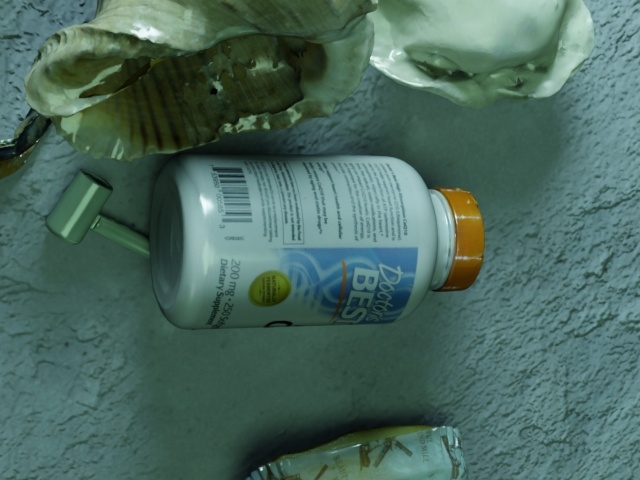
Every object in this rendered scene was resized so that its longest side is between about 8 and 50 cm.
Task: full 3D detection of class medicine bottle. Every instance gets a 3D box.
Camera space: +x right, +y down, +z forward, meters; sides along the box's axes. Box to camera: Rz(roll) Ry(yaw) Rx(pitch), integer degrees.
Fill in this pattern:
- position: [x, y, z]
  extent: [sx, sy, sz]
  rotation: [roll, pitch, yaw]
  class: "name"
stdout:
- position: [0.000, 0.000, 1.286]
  extent: [0.288, 0.157, 0.157]
  rotation: [0, 112, -20]
  class: "medicine bottle"

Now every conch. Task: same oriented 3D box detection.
- position: [-0.085, -0.192, 1.177]
  extent: [0.324, 0.186, 0.263]
  rotation: [-19, 134, 7]
  class: "conch"

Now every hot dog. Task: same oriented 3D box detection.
- position: [0.030, 0.263, 1.454]
  extent: [0.270, 0.082, 0.163]
  rotation: [-8, 123, -23]
  class: "hot dog"

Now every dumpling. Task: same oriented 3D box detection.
- position: [0.135, -0.201, 1.263]
  extent: [0.250, 0.132, 0.162]
  rotation: [21, 101, -23]
  class: "dumpling"

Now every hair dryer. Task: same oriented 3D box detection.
- position: [-0.184, -0.012, 1.299]
  extent: [0.124, 0.038, 0.063]
  rotation: [29, 101, -31]
  class: "hair dryer"

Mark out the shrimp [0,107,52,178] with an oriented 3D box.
- position: [-0.292, -0.142, 1.201]
  extent: [0.152, 0.046, 0.219]
  rotation: [5, 114, -18]
  class: "shrimp"
